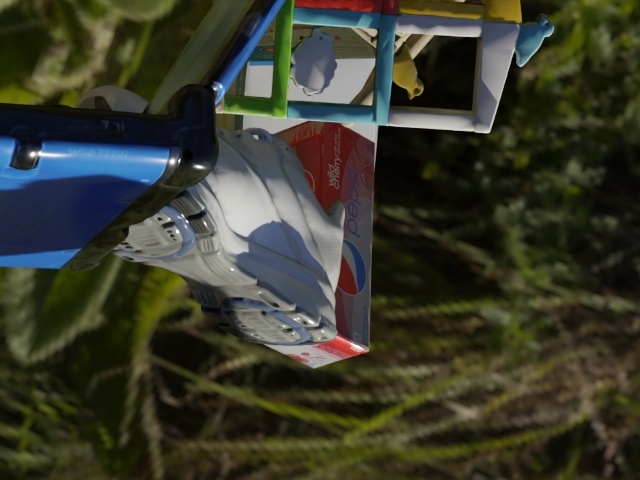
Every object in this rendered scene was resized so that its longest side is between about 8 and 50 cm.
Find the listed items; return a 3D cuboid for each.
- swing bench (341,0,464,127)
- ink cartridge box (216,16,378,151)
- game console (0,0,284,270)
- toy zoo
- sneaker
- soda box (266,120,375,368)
[{"bbox_3d":[0.024,-0.299,1.910,0.254,0.253,0.165,-43,-166,39],"label":"swing bench"},{"bbox_3d":[-0.036,-0.187,2.344,0.171,0.233,0.168,-3,114,-13],"label":"ink cartridge box"},{"bbox_3d":[-0.132,-0.090,0.933,0.293,0.250,0.173,149,-58,-69],"label":"game console"},{"bbox_3d":[0.054,-0.195,1.608,0.030,0.293,0.192,-103,-164,-79],"label":"toy zoo"},{"bbox_3d":[-0.080,-0.033,1.333,0.297,0.111,0.129,44,53,-49],"label":"sneaker"},{"bbox_3d":[0.000,0.000,2.060,0.092,0.083,0.263,27,55,-41],"label":"soda box"}]
